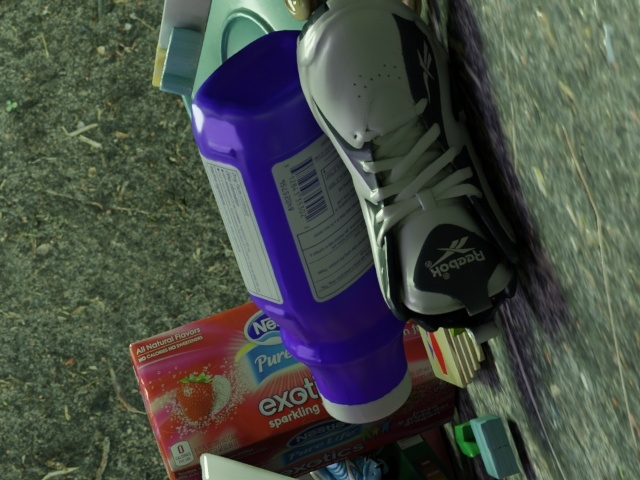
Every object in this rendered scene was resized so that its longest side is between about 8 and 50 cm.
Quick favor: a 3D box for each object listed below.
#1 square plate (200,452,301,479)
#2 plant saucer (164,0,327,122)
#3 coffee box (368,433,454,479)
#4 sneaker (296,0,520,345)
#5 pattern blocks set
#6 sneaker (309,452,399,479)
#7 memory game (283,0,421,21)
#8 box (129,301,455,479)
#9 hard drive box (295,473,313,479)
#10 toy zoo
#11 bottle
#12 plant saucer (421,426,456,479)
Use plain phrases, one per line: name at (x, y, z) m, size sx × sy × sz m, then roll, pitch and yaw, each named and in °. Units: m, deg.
square plate at (0.067, 0.347, 1.595) m, size 0.344 × 0.049 × 0.347 m, roll 12°, pitch 134°, yaw 32°
plant saucer at (-0.032, -0.125, 1.445) m, size 0.317 × 0.044 × 0.317 m, roll 40°, pitch 141°, yaw 42°
coffee box at (0.077, 0.243, 1.792) m, size 0.184 × 0.040 × 0.113 m, roll 55°, pitch 133°, yaw 19°
sneaker at (0.063, -0.030, 1.183) m, size 0.153 × 0.094 × 0.235 m, roll -117°, pitch 9°, yaw -47°
pattern blocks set at (0.082, 0.022, 1.523) m, size 0.285 × 0.026 × 0.324 m, roll -136°, pitch 28°, yaw -79°
sneaker at (0.037, 0.202, 1.761) m, size 0.162 × 0.073 × 0.063 m, roll 58°, pitch -155°, yaw 10°
memory game at (0.007, -0.192, 1.264) m, size 0.186 × 0.012 × 0.186 m, roll 42°, pitch 144°, yaw 41°
box at (-0.022, 0.123, 1.697) m, size 0.122 × 0.257 × 0.128 m, roll 84°, pitch 166°, yaw -64°
hard drive box at (-0.007, 0.232, 2.367) m, size 0.232 × 0.181 × 0.089 m, roll 81°, pitch 168°, yaw -67°
toy zoo at (-0.070, -0.226, 1.271) m, size 0.192 × 0.030 × 0.293 m, roll 113°, pitch 168°, yaw -68°
bottle at (0.000, 0.000, 1.329) m, size 0.092 × 0.118 × 0.283 m, roll 16°, pitch 138°, yaw 38°
plant saucer at (0.067, 0.199, 2.010) m, size 0.332 × 0.084 × 0.332 m, roll 161°, pitch 90°, yaw -84°
